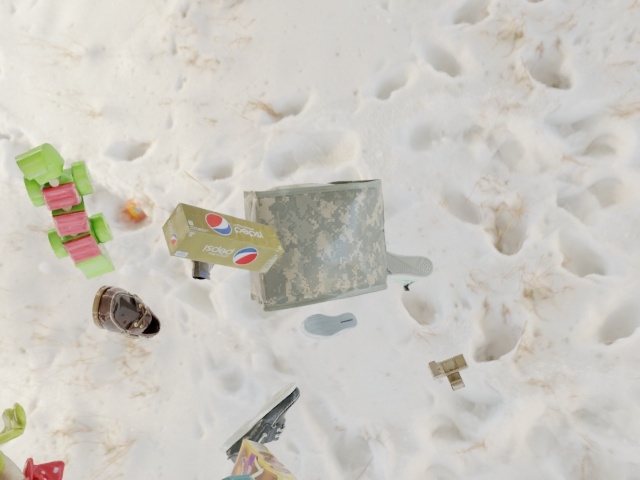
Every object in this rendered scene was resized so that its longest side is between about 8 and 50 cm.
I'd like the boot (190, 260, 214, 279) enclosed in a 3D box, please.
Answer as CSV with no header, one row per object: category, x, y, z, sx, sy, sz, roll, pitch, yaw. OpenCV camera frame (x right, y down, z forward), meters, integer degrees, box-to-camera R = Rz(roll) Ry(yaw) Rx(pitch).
boot,-0.415,0.100,1.888,0.082,0.219,0.106,1,69,-1

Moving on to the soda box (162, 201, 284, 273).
soda box,-0.148,-0.001,0.853,0.058,0.181,0.061,-48,49,25

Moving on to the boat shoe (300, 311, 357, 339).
boat shoe,0.019,0.277,1.704,0.076,0.226,0.083,-44,56,37

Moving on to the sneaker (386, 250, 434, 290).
sneaker,0.180,0.083,1.567,0.255,0.151,0.094,11,71,-4

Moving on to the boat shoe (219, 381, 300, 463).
boat shoe,-0.142,0.489,1.441,0.091,0.114,0.302,46,115,6

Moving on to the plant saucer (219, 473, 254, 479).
plant saucer,-0.073,0.418,0.811,0.192,0.067,0.018,37,94,35

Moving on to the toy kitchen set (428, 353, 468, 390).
toy kitchen set,0.287,0.291,1.199,0.083,0.075,0.068,-22,67,3

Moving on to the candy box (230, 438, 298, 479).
candy box,-0.115,0.466,1.038,0.186,0.053,0.109,4,72,62

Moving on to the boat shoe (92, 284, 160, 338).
boat shoe,-0.321,0.125,0.924,0.073,0.207,0.073,10,74,0

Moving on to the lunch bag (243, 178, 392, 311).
lunch bag,0.000,0.000,1.111,0.286,0.169,0.236,-6,96,-17

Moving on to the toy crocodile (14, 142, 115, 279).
toy crocodile,-0.484,-0.044,1.065,0.115,0.341,0.105,-17,45,-15

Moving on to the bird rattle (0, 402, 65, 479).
bird rattle,-0.463,0.375,0.789,0.143,0.254,0.207,-17,32,-16
